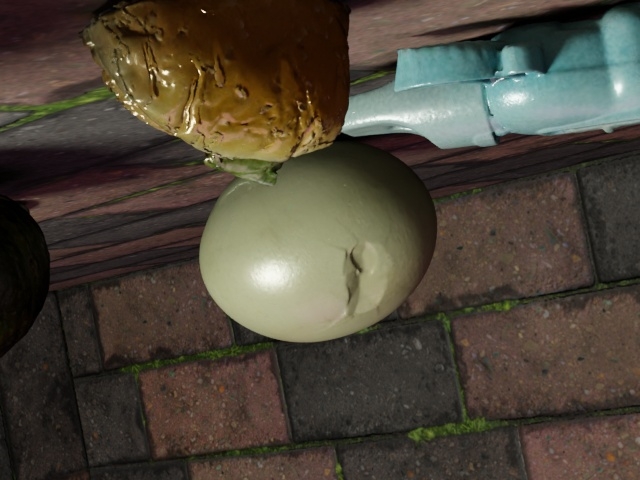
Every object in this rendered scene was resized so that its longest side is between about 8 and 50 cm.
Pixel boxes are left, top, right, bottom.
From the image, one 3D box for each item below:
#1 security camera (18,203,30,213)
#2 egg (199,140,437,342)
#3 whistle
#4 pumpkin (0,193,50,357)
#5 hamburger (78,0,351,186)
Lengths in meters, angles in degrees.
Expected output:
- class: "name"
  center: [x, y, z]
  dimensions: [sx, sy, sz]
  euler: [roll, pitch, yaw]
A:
- class: "security camera"
  center: [-0.453, 0.017, 1.535]
  dimensions: [0.301, 0.080, 0.157]
  euler: [-17, 173, 43]
- class: "egg"
  center: [0.000, 0.000, 1.444]
  dimensions: [0.269, 0.219, 0.219]
  euler: [-26, -177, -21]
- class: "whistle"
  center: [0.146, -0.117, 1.005]
  dimensions: [0.273, 0.093, 0.186]
  euler: [-8, 178, 16]
- class: "pumpkin"
  center: [-0.369, 0.046, 1.233]
  dimensions: [0.237, 0.159, 0.238]
  euler: [-9, -156, 4]
- class: "hamburger"
  center: [-0.037, -0.088, 0.733]
  dimensions: [0.176, 0.102, 0.087]
  euler: [-8, 164, -43]
